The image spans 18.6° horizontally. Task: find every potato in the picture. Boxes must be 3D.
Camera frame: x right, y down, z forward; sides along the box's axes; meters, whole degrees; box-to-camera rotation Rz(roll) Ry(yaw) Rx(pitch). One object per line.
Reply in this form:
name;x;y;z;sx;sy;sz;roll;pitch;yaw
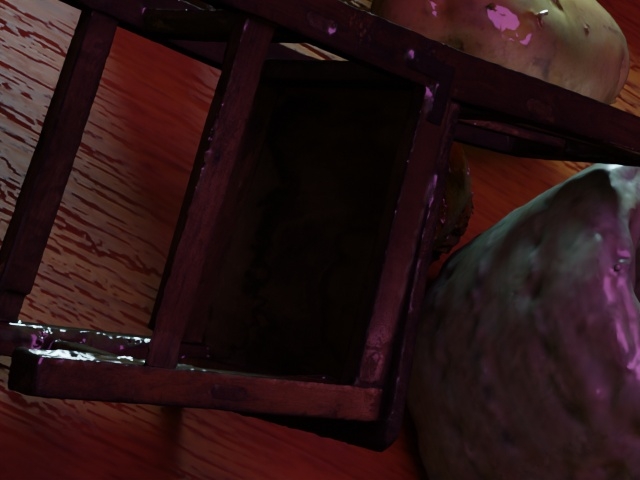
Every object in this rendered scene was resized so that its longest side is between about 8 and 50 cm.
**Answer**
potato;0.142;-0.147;1.452;0.234;0.128;0.161;26;52;-29

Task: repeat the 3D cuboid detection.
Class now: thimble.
thimble;0.210;0.099;1.290;0.291;0.195;0.291;24;47;-28

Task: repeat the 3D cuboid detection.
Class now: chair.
chair;0.000;0.000;1.104;0.416;0.203;0.241;18;84;-37

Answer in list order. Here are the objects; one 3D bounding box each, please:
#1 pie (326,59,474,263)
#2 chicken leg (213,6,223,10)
pie;0.028;-0.046;1.319;0.163;0.079;0.193;43;43;-1
chicken leg;0.084;-0.226;1.356;0.407;0.096;0.158;5;53;-2
